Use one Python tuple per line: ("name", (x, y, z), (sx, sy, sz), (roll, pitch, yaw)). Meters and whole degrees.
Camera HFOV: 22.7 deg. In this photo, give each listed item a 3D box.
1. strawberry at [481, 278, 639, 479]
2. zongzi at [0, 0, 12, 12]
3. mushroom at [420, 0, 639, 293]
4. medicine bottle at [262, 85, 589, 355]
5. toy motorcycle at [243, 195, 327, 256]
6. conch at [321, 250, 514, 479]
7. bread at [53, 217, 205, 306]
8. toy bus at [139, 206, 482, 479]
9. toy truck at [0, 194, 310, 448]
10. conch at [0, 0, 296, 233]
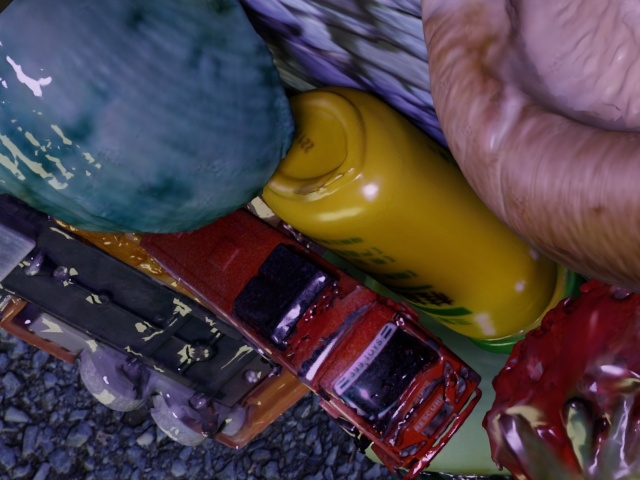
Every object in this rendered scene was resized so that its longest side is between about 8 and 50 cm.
("strawberry", (0.182, 0.098, 0.762), (0.187, 0.184, 0.201), (21, -160, 25))
("zongzi", (-0.199, -0.178, 0.398), (0.300, 0.145, 0.274), (45, 179, -1))
("mushroom", (0.091, -0.033, 0.387), (0.072, 0.094, 0.210), (35, 167, -29))
("medicine bottle", (0.089, 0.015, 0.851), (0.309, 0.076, 0.111), (32, -178, -41))
("toy motorcycle", (0.000, 0.000, 1.120), (0.212, 0.084, 0.118), (46, 167, -29))
("conch", (0.094, 0.082, 1.010), (0.251, 0.143, 0.137), (34, 134, -2))
("bread", (-0.079, -0.006, 1.191), (0.077, 0.139, 0.271), (-32, 131, 31))
("toy bus", (-0.011, 0.037, 0.807), (0.096, 0.073, 0.235), (39, 176, -30))
("toy truck", (-0.170, 0.001, 1.327), (0.388, 0.173, 0.207), (32, -150, -30))
("conch", (-0.139, -0.076, 0.745), (0.202, 0.134, 0.196), (0, 118, 49))
